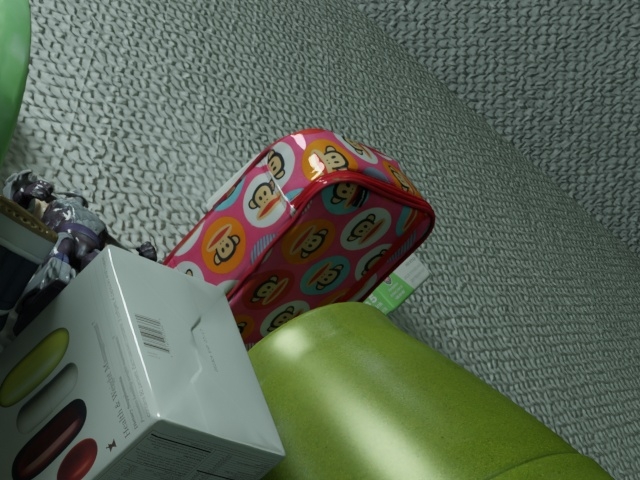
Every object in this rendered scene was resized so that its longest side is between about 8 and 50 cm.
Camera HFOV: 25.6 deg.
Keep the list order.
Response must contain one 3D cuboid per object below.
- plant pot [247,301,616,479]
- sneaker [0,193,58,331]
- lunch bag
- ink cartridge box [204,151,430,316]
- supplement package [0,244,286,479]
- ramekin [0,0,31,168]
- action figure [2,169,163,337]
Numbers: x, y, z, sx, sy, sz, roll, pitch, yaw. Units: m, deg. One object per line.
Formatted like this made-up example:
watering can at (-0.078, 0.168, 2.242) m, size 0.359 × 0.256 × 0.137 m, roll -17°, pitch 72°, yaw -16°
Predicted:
plant pot at (0.068, 0.257, 1.362) m, size 0.366 × 0.366 × 0.353 m, roll 16°, pitch 26°, yaw -53°
sneaker at (-0.341, 0.020, 1.301) m, size 0.099 × 0.153 × 0.282 m, roll 31°, pitch -3°, yaw -28°
lunch bag at (-0.019, 0.019, 1.611) m, size 0.258 × 0.293 × 0.120 m, roll 17°, pitch 32°, yaw -50°
ink cartridge box at (0.000, 0.000, 1.903) m, size 0.273 × 0.115 × 0.198 m, roll 49°, pitch 22°, yaw 3°
supplement package at (-0.172, 0.154, 1.219) m, size 0.149 × 0.203 × 0.194 m, roll 25°, pitch 31°, yaw -43°
ramekin at (-0.381, -0.114, 1.173) m, size 0.148 × 0.303 × 0.303 m, roll 21°, pitch 33°, yaw -35°
action figure at (-0.246, 0.013, 1.441) m, size 0.185 × 0.099 × 0.285 m, roll 25°, pitch 19°, yaw -22°
